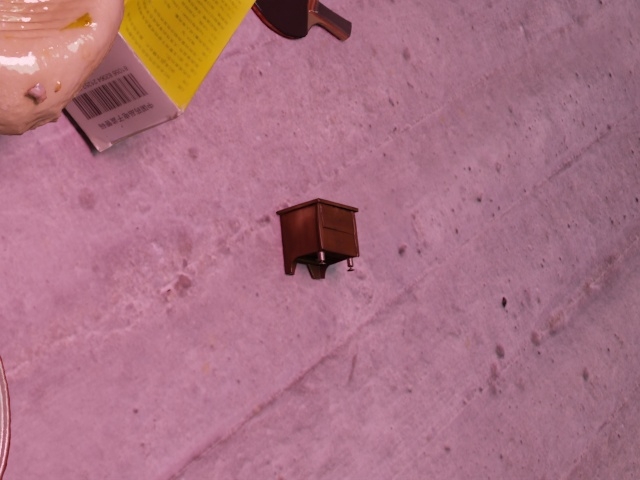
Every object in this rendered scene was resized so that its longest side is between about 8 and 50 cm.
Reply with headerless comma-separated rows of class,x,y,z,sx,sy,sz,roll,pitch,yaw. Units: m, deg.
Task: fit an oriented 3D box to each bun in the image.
bun,-0.328,-0.215,1.477,0.259,0.160,0.259,16,54,-23

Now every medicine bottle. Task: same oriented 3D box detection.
medicine bottle,-0.194,-0.236,1.683,0.141,0.137,0.250,53,40,-26

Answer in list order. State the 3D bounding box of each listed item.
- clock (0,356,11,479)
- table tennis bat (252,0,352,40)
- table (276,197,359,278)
clock,-0.397,0.146,1.321,0.318,0.080,0.318,23,59,-46
table tennis bat,-0.033,-0.326,2.029,0.220,0.019,0.130,27,58,-44
table,0.000,0.000,1.905,0.083,0.070,0.082,13,67,-51
